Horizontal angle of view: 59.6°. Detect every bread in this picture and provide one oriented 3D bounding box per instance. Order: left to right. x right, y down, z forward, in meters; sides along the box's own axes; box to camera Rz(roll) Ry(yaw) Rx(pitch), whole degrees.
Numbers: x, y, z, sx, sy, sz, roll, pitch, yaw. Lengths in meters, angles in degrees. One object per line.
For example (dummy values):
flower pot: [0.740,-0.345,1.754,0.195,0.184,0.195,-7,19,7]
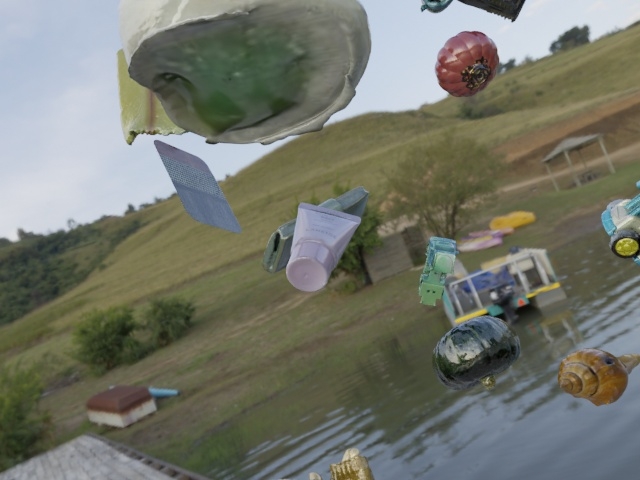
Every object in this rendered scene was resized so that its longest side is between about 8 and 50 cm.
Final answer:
bread: [-0.397,-0.352,1.498,0.233,0.362,0.245,-13,-30,7]

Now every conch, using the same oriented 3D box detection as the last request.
conch: [0.577,0.261,1.126,0.330,0.109,0.093,-6,-45,-32]

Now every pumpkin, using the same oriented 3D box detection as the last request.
pumpkin: [0.355,0.263,1.276,0.211,0.152,0.212,-23,-35,-18]

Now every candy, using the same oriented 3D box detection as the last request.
candy: [-0.122,-0.331,0.967,0.426,0.186,0.386,-5,-26,22]

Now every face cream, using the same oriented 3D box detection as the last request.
face cream: [0.000,0.000,1.241,0.154,0.096,0.274,12,34,5]

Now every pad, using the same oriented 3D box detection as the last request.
pad: [-0.205,-0.121,1.270,0.323,0.250,0.055,-2,-41,-42]

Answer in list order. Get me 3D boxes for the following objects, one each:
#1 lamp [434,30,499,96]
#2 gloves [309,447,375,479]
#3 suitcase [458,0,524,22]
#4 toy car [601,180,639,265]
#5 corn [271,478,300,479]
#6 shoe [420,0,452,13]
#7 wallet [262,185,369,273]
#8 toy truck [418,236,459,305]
lamp: [0.240,-0.289,0.917,0.107,0.092,0.108,-13,-47,-14]
gloves: [0.059,0.713,1.431,0.203,0.357,0.155,-1,-36,14]
suitcase: [0.356,-0.633,1.088,0.335,0.229,0.152,-65,-14,12]
toy car: [0.552,-0.010,0.920,0.098,0.161,0.126,-53,1,40]
corn: [-0.090,0.654,1.425,0.086,0.086,0.253,-19,-9,-40]
shoe: [0.318,-0.635,1.339,0.207,0.091,0.106,-48,4,32]
wallet: [-0.005,-0.033,1.725,0.360,0.083,0.252,-29,-18,-27]
toy truck: [0.267,0.084,1.291,0.067,0.175,0.081,10,30,1]
